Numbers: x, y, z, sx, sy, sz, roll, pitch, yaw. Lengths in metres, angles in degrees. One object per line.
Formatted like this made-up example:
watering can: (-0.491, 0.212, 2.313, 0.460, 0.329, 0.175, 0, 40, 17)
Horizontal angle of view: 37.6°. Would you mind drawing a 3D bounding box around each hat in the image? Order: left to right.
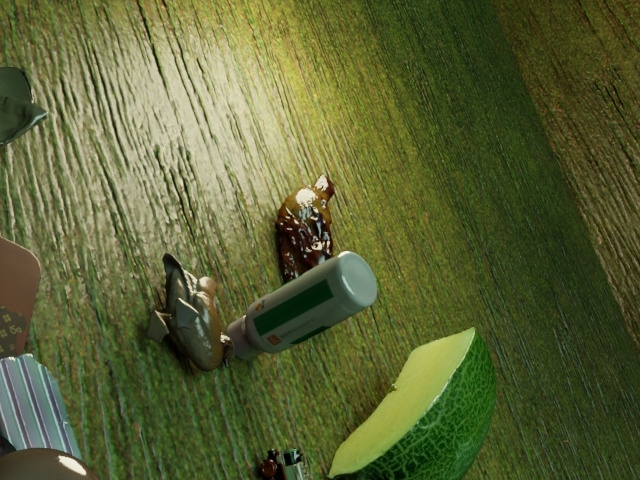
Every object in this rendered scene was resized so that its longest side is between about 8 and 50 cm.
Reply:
hat: (-0.467, -0.193, 1.312, 0.147, 0.085, 0.175, 19, 27, -31)

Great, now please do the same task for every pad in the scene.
pad: (-0.443, 0.091, 1.169, 0.181, 0.004, 0.267, 32, 42, -35)

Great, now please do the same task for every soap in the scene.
soap: (-0.359, 0.212, 1.130, 0.100, 0.056, 0.149, -8, 75, -59)

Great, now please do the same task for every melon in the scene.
melon: (0.165, 0.348, 1.638, 0.226, 0.331, 0.343, 23, 42, 11)

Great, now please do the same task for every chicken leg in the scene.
chicken leg: (-0.007, -0.006, 1.767, 0.177, 0.083, 0.322, 28, 46, -52)

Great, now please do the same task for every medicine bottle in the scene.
medicine bottle: (-0.036, 0.109, 1.462, 0.095, 0.260, 0.095, 35, 39, -36)

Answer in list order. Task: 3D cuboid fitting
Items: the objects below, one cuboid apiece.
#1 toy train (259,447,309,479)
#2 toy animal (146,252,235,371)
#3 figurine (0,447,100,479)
toy train: (-0.028, 0.426, 1.391, 0.053, 0.085, 0.250, 27, 42, -64)
toy animal: (-0.188, 0.111, 1.430, 0.179, 0.089, 0.188, 27, 42, -64)
figurine: (-0.375, 0.296, 0.749, 0.276, 0.388, 0.248, 33, 40, -32)
